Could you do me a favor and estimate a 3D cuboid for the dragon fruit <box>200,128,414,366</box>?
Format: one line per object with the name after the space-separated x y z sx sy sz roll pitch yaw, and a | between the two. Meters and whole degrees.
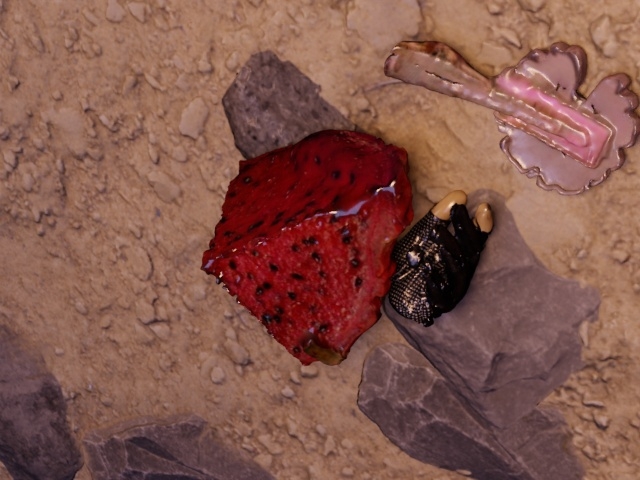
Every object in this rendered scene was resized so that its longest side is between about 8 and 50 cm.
0.000 0.000 1.539 0.330 0.240 0.302 -28 88 49 | dragon fruit

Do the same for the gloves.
0.164 0.016 1.564 0.106 0.129 0.181 45 132 -8 | gloves

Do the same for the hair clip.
0.223 -0.168 1.466 0.300 0.069 0.173 25 125 5 | hair clip
